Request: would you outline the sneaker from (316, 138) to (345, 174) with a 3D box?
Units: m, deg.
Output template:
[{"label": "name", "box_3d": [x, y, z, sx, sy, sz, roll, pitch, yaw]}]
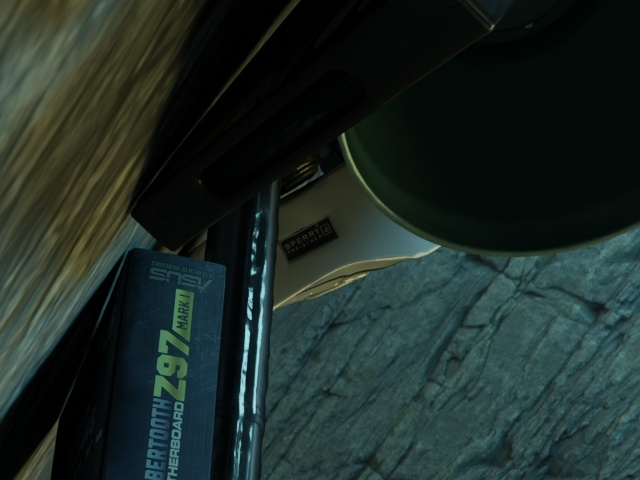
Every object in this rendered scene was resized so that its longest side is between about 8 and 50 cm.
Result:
[{"label": "sneaker", "box_3d": [0.038, -0.138, 1.302, 0.131, 0.112, 0.319, -37, 166, -32]}]

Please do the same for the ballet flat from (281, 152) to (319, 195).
[{"label": "ballet flat", "box_3d": [-0.034, -0.064, 1.004, 0.057, 0.049, 0.173, -30, -179, -11]}]

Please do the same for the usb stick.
[{"label": "usb stick", "box_3d": [-0.053, 0.061, 0.736, 0.077, 0.045, 0.278, 110, -14, -56]}]

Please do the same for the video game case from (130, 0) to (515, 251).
[{"label": "video game case", "box_3d": [0.048, -0.132, 0.546, 0.248, 0.035, 0.275, -29, -158, 55]}]

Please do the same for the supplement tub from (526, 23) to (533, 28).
[{"label": "supplement tub", "box_3d": [0.214, -0.296, 1.338, 0.207, 0.207, 0.338, -57, 180, -4]}]

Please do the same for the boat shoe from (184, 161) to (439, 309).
[{"label": "boat shoe", "box_3d": [0.000, 0.000, 0.992, 0.267, 0.096, 0.088, -29, -175, -25]}]

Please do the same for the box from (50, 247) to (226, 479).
[{"label": "box", "box_3d": [-0.114, 0.141, 0.689, 0.233, 0.059, 0.183, 122, -26, -53]}]

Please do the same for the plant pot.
[{"label": "plant pot", "box_3d": [0.147, -0.161, 0.885, 0.293, 0.293, 0.196, -57, -154, 35]}]
